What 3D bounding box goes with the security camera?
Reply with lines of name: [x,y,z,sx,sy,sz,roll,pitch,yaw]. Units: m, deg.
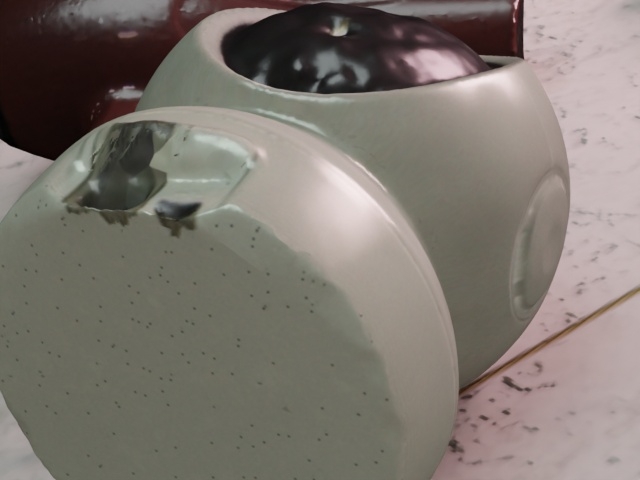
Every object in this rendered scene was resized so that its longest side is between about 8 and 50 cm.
security camera: [0.000,0.000,0.742,0.195,0.194,0.236,2,30,33]

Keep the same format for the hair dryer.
hair dryer: [-0.060,-0.027,0.937,0.313,0.123,0.340,0,44,12]
